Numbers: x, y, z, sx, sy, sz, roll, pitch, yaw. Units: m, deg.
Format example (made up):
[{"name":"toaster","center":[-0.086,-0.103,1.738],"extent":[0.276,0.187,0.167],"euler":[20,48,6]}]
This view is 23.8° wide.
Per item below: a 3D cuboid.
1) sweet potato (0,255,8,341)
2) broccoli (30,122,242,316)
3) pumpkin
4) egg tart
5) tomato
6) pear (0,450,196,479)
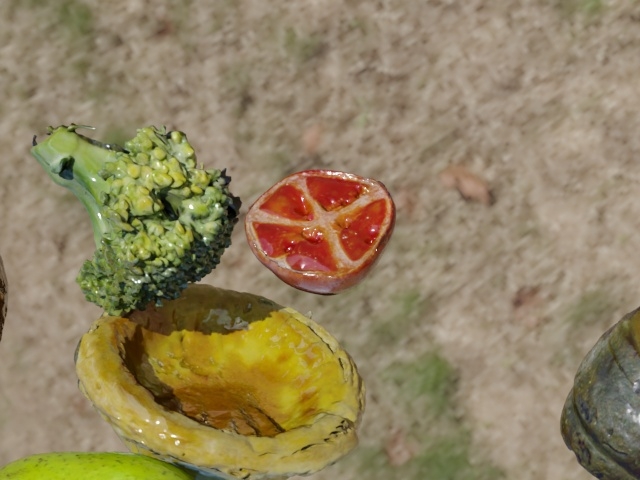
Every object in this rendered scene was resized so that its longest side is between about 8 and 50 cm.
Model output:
[{"name":"sweet potato","center":[-0.404,0.060,1.735],"extent":[0.292,0.097,0.097],"euler":[-116,19,-44]},{"name":"broccoli","center":[-0.238,-0.014,1.828],"extent":[0.273,0.180,0.242],"euler":[25,138,-15]},{"name":"pumpkin","center":[0.310,0.127,1.446],"extent":[0.126,0.248,0.131],"euler":[25,118,7]},{"name":"egg tart","center":[-0.130,0.200,1.934],"extent":[0.388,0.388,0.169],"euler":[33,121,31]},{"name":"tomato","center":[0.000,0.000,1.555],"extent":[0.155,0.155,0.069],"euler":[35,148,30]},{"name":"pear","center":[-0.277,0.345,1.737],"extent":[0.292,0.159,0.292],"euler":[1,126,2]}]
